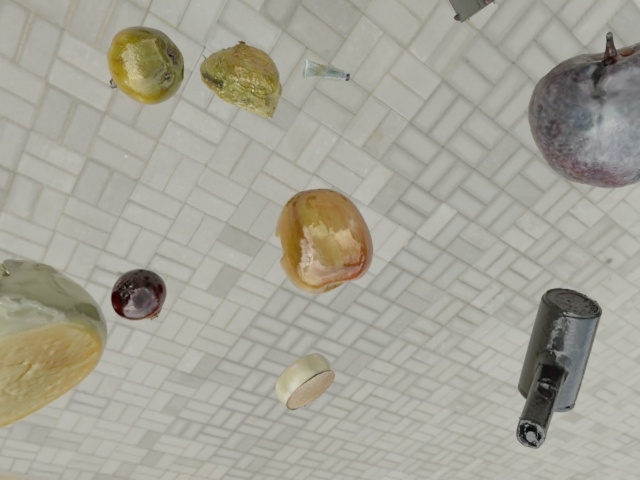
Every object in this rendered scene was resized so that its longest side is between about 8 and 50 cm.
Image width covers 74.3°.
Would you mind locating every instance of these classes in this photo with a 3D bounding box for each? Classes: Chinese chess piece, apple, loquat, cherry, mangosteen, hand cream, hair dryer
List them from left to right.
[{"bbox_3d":[-0.272,0.082,0.637,0.080,0.081,0.081,-5,126,-7],"label":"mangosteen"},{"bbox_3d":[-0.528,-0.507,1.244,0.245,0.214,0.214,-14,129,23],"label":"loquat"},{"bbox_3d":[-0.030,0.277,0.832,0.122,0.051,0.122,-26,143,-22],"label":"Chinese chess piece"},{"bbox_3d":[0.000,0.000,0.772,0.198,0.199,0.199,-5,126,-7],"label":"apple"},{"bbox_3d":[0.023,-0.620,1.562,0.194,0.042,0.067,-2,111,-30],"label":"hand cream"},{"bbox_3d":[0.339,0.207,0.620,0.089,0.251,0.198,17,119,31],"label":"hair dryer"},{"bbox_3d":[0.383,-0.165,0.566,0.194,0.195,0.195,-5,126,-7],"label":"cherry"}]

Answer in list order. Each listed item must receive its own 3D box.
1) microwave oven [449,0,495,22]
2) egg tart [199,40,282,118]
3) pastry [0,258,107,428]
[{"bbox_3d":[0.485,-0.805,1.271,0.178,0.247,0.188,-36,104,9],"label":"microwave oven"},{"bbox_3d":[-0.285,-0.630,1.590,0.339,0.352,0.153,26,134,-7],"label":"egg tart"},{"bbox_3d":[-0.429,0.142,0.566,0.264,0.133,0.265,-37,156,-19],"label":"pastry"}]
